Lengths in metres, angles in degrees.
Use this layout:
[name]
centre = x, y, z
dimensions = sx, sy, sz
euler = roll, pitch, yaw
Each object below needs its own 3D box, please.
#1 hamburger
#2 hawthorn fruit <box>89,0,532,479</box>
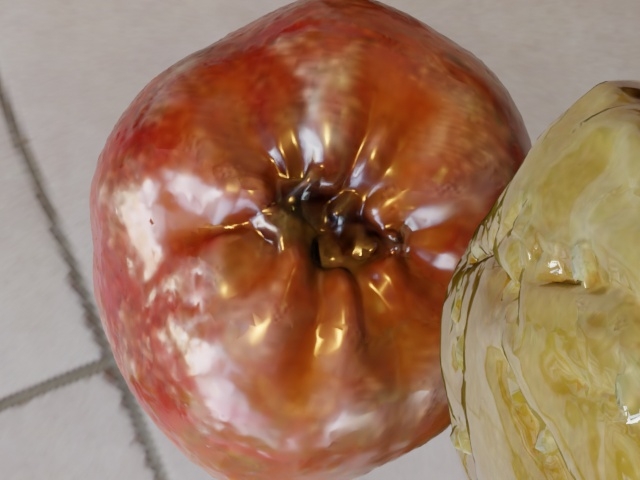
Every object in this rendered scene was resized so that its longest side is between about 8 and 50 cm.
[hamburger]
centre = 0.111, 0.065, 0.446
dimensions = 0.132, 0.309, 0.211
euler = -25, 74, -5
[hawthorn fruit]
centre = 0.000, 0.000, 1.123
dimensions = 0.284, 0.284, 0.284
euler = 0, 96, 1
